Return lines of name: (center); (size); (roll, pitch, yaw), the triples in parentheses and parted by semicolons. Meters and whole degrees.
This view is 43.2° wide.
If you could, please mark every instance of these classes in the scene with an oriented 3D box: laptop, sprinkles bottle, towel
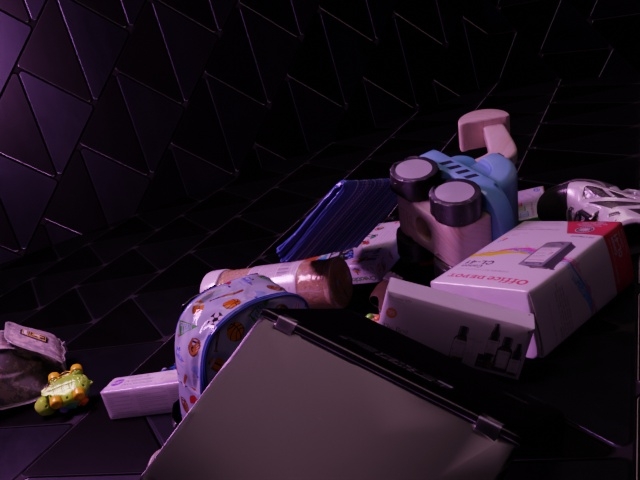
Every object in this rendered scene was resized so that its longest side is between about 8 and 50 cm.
laptop: (0.063, 0.268, 1.068); (0.381, 0.237, 0.408); (24, 7, 27)
sprinkles bottle: (-0.105, 0.113, 1.864); (0.355, 0.121, 0.121); (-8, 18, 29)
towel: (0.061, -0.055, 1.800); (0.243, 0.040, 0.336); (-49, -19, 26)

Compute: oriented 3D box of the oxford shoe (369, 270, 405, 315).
oxford shoe: (0.172, 0.139, 1.609); (0.096, 0.083, 0.227); (-44, 24, -11)

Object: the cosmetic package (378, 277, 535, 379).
cosmetic package: (0.214, 0.141, 1.304); (0.238, 0.099, 0.060); (14, 21, 8)

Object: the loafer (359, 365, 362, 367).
loafer: (0.057, 0.244, 1.301); (0.251, 0.094, 0.087); (-27, 23, -31)

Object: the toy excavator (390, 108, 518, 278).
toy excavator: (0.355, -0.132, 1.845); (0.445, 0.223, 0.433); (-24, 35, -21)

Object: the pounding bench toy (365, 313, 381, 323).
pounding bench toy: (0.112, 0.169, 1.550); (0.083, 0.065, 0.052); (-28, 19, -37)

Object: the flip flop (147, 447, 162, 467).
flip flop: (-0.212, 0.367, 1.185); (0.112, 0.080, 0.277); (-18, 16, -4)

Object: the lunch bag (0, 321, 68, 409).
lunch bag: (-0.723, 0.286, 1.840); (0.286, 0.169, 0.235); (-14, 11, -18)

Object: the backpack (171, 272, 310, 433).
backpack: (-0.114, 0.198, 1.321); (0.276, 0.264, 0.213); (-28, 28, -35)

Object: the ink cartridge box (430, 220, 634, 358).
ink cartridge box: (0.388, 0.076, 1.471); (0.306, 0.131, 0.226); (-27, 19, -36)

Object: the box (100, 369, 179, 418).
box: (-0.264, 0.285, 1.545); (0.323, 0.067, 0.063); (-12, 16, 21)

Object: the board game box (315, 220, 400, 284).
board game box: (0.109, 0.031, 2.047); (0.192, 0.053, 0.305); (-7, 18, 28)

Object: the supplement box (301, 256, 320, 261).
supplement box: (0.000, 0.000, 2.221); (0.080, 0.078, 0.233); (-11, 17, 20)

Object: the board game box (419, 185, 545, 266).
board game box: (0.397, -0.038, 1.964); (0.316, 0.064, 0.242); (-12, 16, 16)

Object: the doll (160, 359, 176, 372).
doll: (-0.285, 0.259, 1.690); (0.129, 0.046, 0.189); (-17, 17, 30)

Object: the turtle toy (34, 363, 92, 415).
turtle toy: (-0.537, 0.323, 1.691); (0.130, 0.066, 0.095); (-21, 39, -5)

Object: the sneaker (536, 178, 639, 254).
sneaker: (0.578, -0.038, 1.658); (0.330, 0.123, 0.146); (8, 41, 44)
